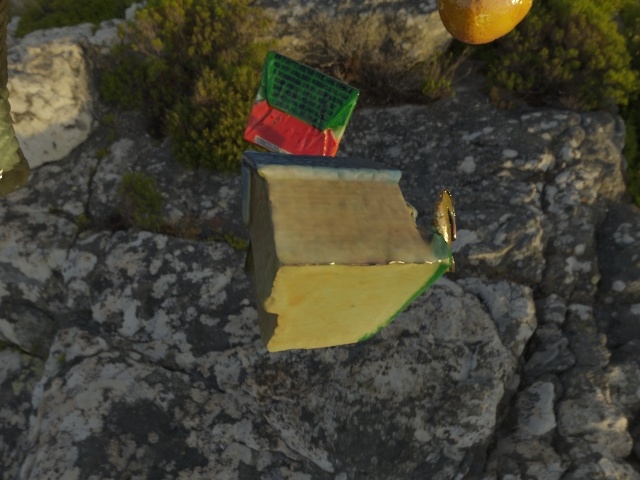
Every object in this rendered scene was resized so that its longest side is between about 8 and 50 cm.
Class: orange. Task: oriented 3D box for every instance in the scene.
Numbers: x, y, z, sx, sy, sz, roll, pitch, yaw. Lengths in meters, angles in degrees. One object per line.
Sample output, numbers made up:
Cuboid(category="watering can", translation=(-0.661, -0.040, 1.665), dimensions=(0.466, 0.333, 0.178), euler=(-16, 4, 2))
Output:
Cuboid(category="orange", translation=(0.384, -0.578, 1.063), dimensions=(0.219, 0.193, 0.219), euler=(-10, 65, 21))

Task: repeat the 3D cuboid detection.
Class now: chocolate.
Cuboid(category="chocolate", translation=(-0.067, -0.474, 1.700), dimensions=(0.360, 0.341, 0.161), euler=(26, 25, 5))

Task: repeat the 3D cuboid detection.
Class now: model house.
Cuboid(category="model house", translation=(0.000, 0.000, 0.945), dimensions=(0.334, 0.382, 0.343), euler=(-1, 55, -21))

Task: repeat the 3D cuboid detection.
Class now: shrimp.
Cuboid(category="shrimp", translation=(0.372, -0.032, 1.350), dimensions=(0.058, 0.253, 0.173), euler=(2, 29, 31))

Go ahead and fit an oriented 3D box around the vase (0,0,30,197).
Cuboid(category="vase", translation=(-0.278, -0.141, 0.346), dimensions=(0.115, 0.237, 0.116), euler=(15, 45, -15))
